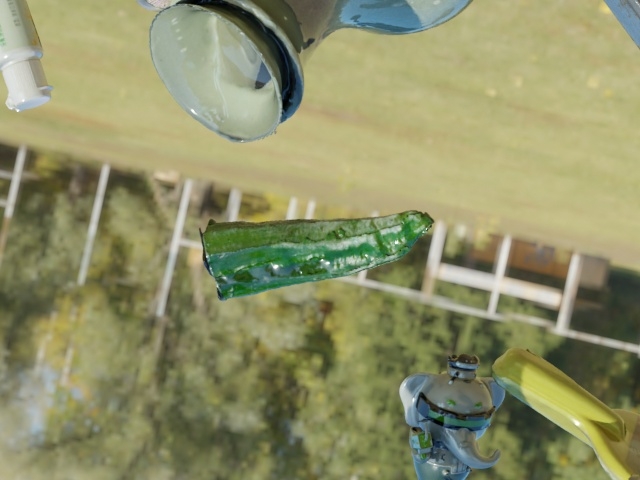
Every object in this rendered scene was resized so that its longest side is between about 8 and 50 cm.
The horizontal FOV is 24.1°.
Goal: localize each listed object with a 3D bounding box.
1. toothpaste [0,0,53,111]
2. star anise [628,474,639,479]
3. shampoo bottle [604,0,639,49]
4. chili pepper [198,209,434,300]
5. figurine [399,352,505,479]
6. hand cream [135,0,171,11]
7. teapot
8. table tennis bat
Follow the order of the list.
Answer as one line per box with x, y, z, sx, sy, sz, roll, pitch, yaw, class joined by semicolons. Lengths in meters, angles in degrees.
-0.333;-0.283;1.494;0.058;0.314;0.056;-21;174;13;toothpaste
0.333;0.266;1.286;0.223;0.236;0.109;-12;-140;-2;star anise
0.344;-0.211;1.440;0.246;0.080;0.079;54;176;-1;shampoo bottle
0.000;0.000;1.471;0.227;0.088;0.059;-12;-152;8;chili pepper
0.168;0.234;1.914;0.147;0.192;0.126;1;-164;-22;figurine
-0.182;-0.329;1.887;0.084;0.084;0.203;12;-176;-22;hand cream
-0.001;-0.183;1.014;0.183;0.251;0.183;27;145;22;teapot
0.362;0.239;1.748;0.369;0.054;0.224;34;-158;6;table tennis bat
